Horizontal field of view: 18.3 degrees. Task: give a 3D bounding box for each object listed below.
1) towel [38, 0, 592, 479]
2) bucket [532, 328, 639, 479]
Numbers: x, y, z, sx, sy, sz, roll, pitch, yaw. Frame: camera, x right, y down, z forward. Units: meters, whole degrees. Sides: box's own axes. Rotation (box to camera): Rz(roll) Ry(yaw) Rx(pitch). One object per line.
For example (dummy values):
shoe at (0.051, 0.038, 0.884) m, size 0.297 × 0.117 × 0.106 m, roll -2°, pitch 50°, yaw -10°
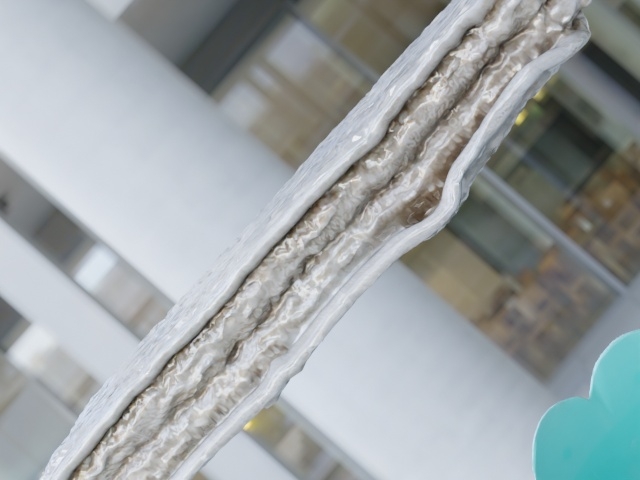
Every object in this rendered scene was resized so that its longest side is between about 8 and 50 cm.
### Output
towel at (0.000, 0.000, 0.769) m, size 0.282 × 0.049 × 0.187 m, roll -47°, pitch 3°, yaw 5°
bucket at (0.246, 0.180, 0.995) m, size 0.281 × 0.281 × 0.183 m, roll -48°, pitch -46°, yaw -14°
